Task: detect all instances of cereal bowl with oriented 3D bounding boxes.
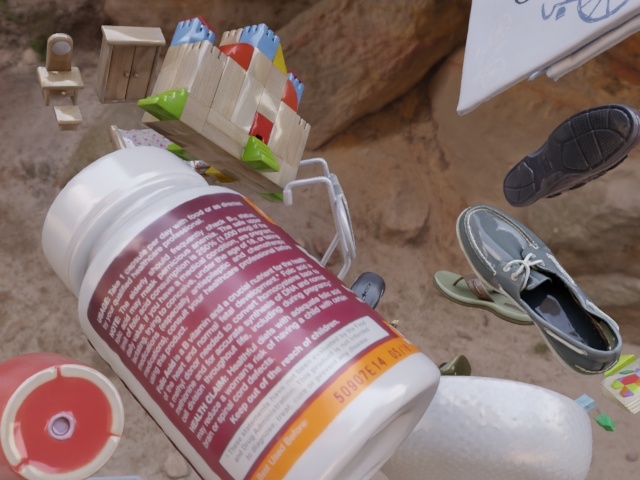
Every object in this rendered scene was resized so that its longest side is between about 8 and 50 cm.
[{"bbox_3d":[0.233,0.331,0.917,0.340,0.338,0.141,5,57,6],"label":"cereal bowl"}]

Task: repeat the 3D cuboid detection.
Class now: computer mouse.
[{"bbox_3d":[0.161,0.183,1.809,0.184,0.060,0.262,27,41,15],"label":"computer mouse"}]

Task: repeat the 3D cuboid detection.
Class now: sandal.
[{"bbox_3d":[0.447,0.134,1.622,0.303,0.086,0.120,20,28,32],"label":"sandal"}]

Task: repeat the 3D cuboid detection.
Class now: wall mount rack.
[{"bbox_3d":[0.000,0.000,1.236,0.131,0.303,0.350,-12,17,2],"label":"wall mount rack"}]

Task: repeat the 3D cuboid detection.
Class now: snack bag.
[{"bbox_3d":[0.321,-0.351,0.833,0.037,0.343,0.322,23,65,-25],"label":"snack bag"}]

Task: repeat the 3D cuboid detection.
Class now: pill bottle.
[{"bbox_3d":[-0.095,0.085,0.620,0.392,0.224,0.224,41,48,24],"label":"pill bottle"}]

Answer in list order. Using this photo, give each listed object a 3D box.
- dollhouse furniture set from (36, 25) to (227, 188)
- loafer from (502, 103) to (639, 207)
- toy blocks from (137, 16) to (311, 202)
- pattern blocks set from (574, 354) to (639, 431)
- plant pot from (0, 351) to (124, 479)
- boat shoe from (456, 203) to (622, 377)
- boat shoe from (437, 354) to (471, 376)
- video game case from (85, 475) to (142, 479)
[{"bbox_3d":[-0.348,-0.227,1.177,0.304,0.173,0.355,-10,63,-32],"label":"dollhouse furniture set"},{"bbox_3d":[0.452,-0.146,1.076,0.095,0.302,0.108,-3,71,-26],"label":"loafer"},{"bbox_3d":[-0.140,-0.260,1.091,0.191,0.381,0.260,5,73,38],"label":"toy blocks"},{"bbox_3d":[0.737,0.311,1.377,0.325,0.026,0.285,-35,5,-8],"label":"pattern blocks set"},{"bbox_3d":[-0.482,0.326,1.085,0.275,0.274,0.243,-27,4,-37],"label":"plant pot"},{"bbox_3d":[0.325,0.056,0.909,0.116,0.099,0.319,-33,68,-6],"label":"boat shoe"},{"bbox_3d":[0.314,0.366,1.559,0.224,0.073,0.080,-26,83,-50],"label":"boat shoe"},{"bbox_3d":[-0.484,0.668,1.423,0.300,0.036,0.329,34,4,36],"label":"video game case"}]
